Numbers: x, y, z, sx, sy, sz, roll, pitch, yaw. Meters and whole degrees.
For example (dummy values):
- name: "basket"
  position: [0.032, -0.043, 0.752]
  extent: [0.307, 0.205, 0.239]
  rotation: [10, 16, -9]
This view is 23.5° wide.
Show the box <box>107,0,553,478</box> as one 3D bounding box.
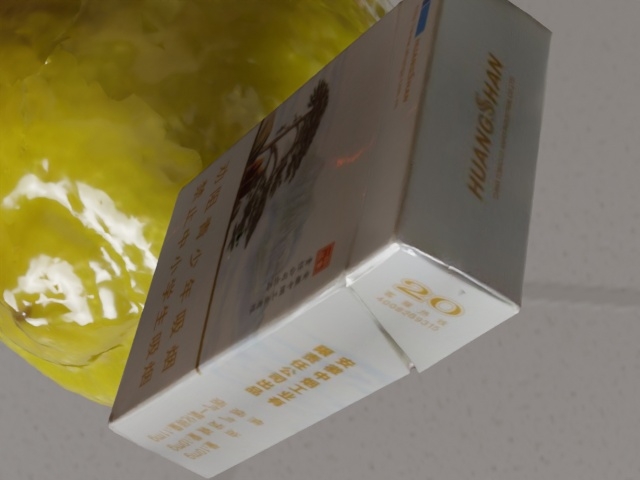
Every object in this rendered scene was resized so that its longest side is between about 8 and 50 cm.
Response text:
- name: "box"
  position: [0.001, -0.001, 0.688]
  extent: [0.233, 0.067, 0.149]
  rotation: [-35, -144, 47]

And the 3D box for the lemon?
- name: "lemon"
  position: [-0.086, -0.054, 1.005]
  extent: [0.348, 0.348, 0.348]
  rotation: [-9, -135, 9]
